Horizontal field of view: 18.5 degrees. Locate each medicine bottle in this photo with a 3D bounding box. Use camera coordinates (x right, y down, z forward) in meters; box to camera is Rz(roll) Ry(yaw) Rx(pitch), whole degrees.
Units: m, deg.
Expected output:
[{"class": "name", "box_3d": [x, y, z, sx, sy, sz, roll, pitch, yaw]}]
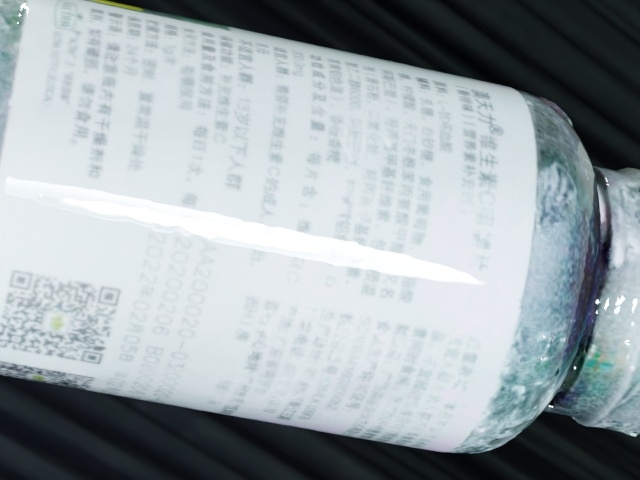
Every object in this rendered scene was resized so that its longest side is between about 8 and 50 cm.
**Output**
[{"class": "medicine bottle", "box_3d": [0.000, 0.000, 0.727, 0.141, 0.293, 0.141, -169, 90, -79]}]
